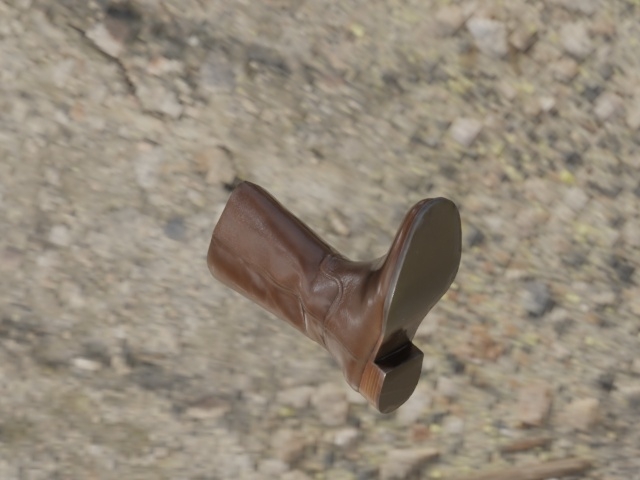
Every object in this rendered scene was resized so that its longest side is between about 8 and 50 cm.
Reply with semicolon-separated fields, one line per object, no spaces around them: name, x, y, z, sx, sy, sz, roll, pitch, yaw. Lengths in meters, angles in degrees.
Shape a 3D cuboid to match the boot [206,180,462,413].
boot;0.000;0.000;0.753;0.114;0.037;0.106;41;131;32
